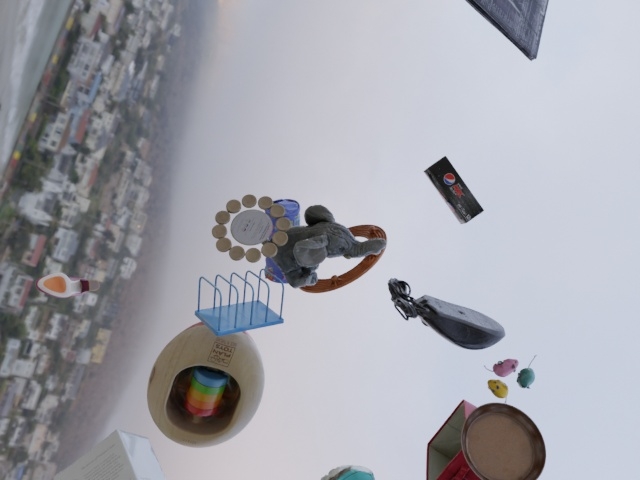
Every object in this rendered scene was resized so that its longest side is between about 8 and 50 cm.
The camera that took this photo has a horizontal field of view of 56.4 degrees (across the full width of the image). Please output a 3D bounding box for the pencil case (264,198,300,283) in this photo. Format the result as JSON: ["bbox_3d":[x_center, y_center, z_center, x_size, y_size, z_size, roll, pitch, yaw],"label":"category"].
[{"bbox_3d":[-0.130,0.003,2.013,0.133,0.119,0.306,49,-35,45],"label":"pencil case"}]

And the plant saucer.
[{"bbox_3d":[0.357,0.406,1.176,0.029,0.169,0.168,98,-6,-56],"label":"plant saucer"}]

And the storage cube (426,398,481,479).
[{"bbox_3d":[0.395,0.556,1.496,0.183,0.193,0.215,-60,179,22],"label":"storage cube"}]

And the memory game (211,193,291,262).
[{"bbox_3d":[-0.160,-0.030,1.386,0.012,0.186,0.186,90,3,-60],"label":"memory game"}]

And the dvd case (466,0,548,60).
[{"bbox_3d":[0.366,-0.479,1.167,0.018,0.221,0.164,-8,-120,54],"label":"dvd case"}]

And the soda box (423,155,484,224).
[{"bbox_3d":[0.332,-0.125,1.492,0.060,0.168,0.053,-35,180,-5],"label":"soda box"}]

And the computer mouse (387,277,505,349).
[{"bbox_3d":[0.269,0.177,1.305,0.188,0.272,0.072,-95,-154,-75],"label":"computer mouse"}]

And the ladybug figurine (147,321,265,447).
[{"bbox_3d":[-0.306,0.378,1.639,0.162,0.305,0.449,-88,-159,-60],"label":"ladybug figurine"}]

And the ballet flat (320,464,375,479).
[{"bbox_3d":[-0.045,0.612,1.177,0.408,0.147,0.147,-56,-156,-16],"label":"ballet flat"}]

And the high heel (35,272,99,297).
[{"bbox_3d":[-0.854,0.148,1.955,0.117,0.244,0.082,-7,-92,24],"label":"high heel"}]

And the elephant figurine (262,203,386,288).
[{"bbox_3d":[0.000,0.000,1.434,0.239,0.186,0.169,-36,-111,41],"label":"elephant figurine"}]

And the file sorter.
[{"bbox_3d":[-0.181,0.134,1.358,0.118,0.170,0.104,29,-63,49],"label":"file sorter"}]

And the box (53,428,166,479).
[{"bbox_3d":[-0.311,0.406,0.924,0.130,0.091,0.170,-37,-123,0],"label":"box"}]

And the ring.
[{"bbox_3d":[0.059,0.047,1.935,0.337,0.032,0.336,-24,-154,13],"label":"ring"}]

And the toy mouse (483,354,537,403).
[{"bbox_3d":[0.461,0.323,1.416,0.143,0.161,0.031,-40,-152,17],"label":"toy mouse"}]
